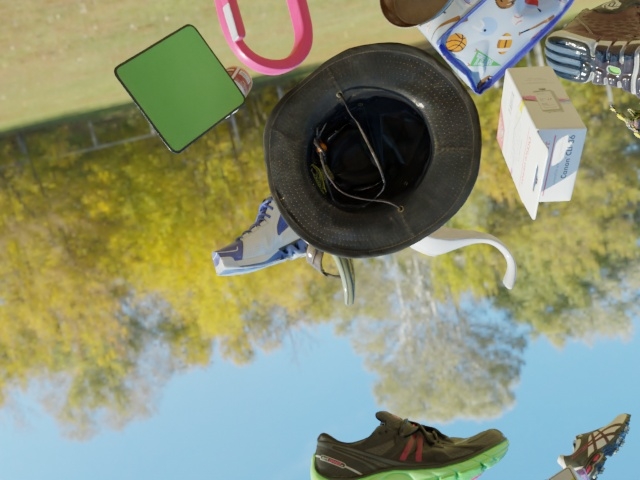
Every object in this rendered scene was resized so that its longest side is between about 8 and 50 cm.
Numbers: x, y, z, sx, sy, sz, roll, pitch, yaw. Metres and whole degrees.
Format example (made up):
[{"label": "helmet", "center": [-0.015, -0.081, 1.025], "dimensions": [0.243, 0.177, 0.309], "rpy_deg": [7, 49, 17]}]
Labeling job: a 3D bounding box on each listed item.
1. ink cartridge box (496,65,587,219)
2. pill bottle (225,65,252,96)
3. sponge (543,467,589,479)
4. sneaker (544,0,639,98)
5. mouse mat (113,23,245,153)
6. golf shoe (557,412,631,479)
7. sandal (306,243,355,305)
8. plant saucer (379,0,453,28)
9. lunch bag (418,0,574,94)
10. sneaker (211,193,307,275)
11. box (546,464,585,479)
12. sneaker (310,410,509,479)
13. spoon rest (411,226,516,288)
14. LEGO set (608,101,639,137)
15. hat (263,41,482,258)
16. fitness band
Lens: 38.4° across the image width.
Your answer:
[{"label": "ink cartridge box", "center": [0.288, -0.129, 1.195], "dimensions": [0.067, 0.115, 0.198], "rpy_deg": [-3, -140, -3]}, {"label": "pill bottle", "center": [-0.235, -0.377, 2.352], "dimensions": [0.086, 0.086, 0.152], "rpy_deg": [-9, -146, 24]}, {"label": "sponge", "center": [0.607, 0.672, 2.382], "dimensions": [0.210, 0.117, 0.031], "rpy_deg": [-23, -165, 21]}, {"label": "sneaker", "center": [0.485, -0.287, 1.336], "dimensions": [0.281, 0.106, 0.162], "rpy_deg": [26, -121, 26]}, {"label": "mouse mat", "center": [-0.206, -0.231, 1.377], "dimensions": [0.007, 0.153, 0.190], "rpy_deg": [-25, -165, 44]}, {"label": "golf shoe", "center": [0.797, 0.577, 2.642], "dimensions": [0.120, 0.105, 0.273], "rpy_deg": [29, -127, 33]}, {"label": "sandal", "center": [0.000, -0.002, 1.909], "dimensions": [0.086, 0.303, 0.120], "rpy_deg": [-23, -164, 12]}, {"label": "plant saucer", "center": [0.168, -0.417, 1.486], "dimensions": [0.168, 0.169, 0.029], "rpy_deg": [-4, 163, 44]}, {"label": "lunch bag", "center": [0.414, -0.600, 2.205], "dimensions": [0.385, 0.239, 0.328], "rpy_deg": [-40, -145, 13]}, {"label": "sneaker", "center": [-0.138, -0.027, 2.331], "dimensions": [0.315, 0.182, 0.127], "rpy_deg": [-15, 174, -24]}, {"label": "box", "center": [0.625, 0.653, 2.053], "dimensions": [0.087, 0.290, 0.169], "rpy_deg": [-39, -154, 13]}, {"label": "sneaker", "center": [0.212, 0.486, 2.145], "dimensions": [0.482, 0.202, 0.185], "rpy_deg": [-5, 155, -10]}, {"label": "spoon rest", "center": [0.277, 0.005, 1.865], "dimensions": [0.276, 0.084, 0.137], "rpy_deg": [23, -168, -5]}, {"label": "LEGO set", "center": [0.696, -0.254, 1.906], "dimensions": [0.255, 0.331, 0.192], "rpy_deg": [30, -101, 40]}, {"label": "hat", "center": [0.084, -0.135, 1.404], "dimensions": [0.331, 0.332, 0.134], "rpy_deg": [-11, -175, 11]}, {"label": "fitness band", "center": [-0.121, -0.494, 1.942], "dimensions": [0.209, 0.291, 0.054], "rpy_deg": [-11, 176, -37]}]
